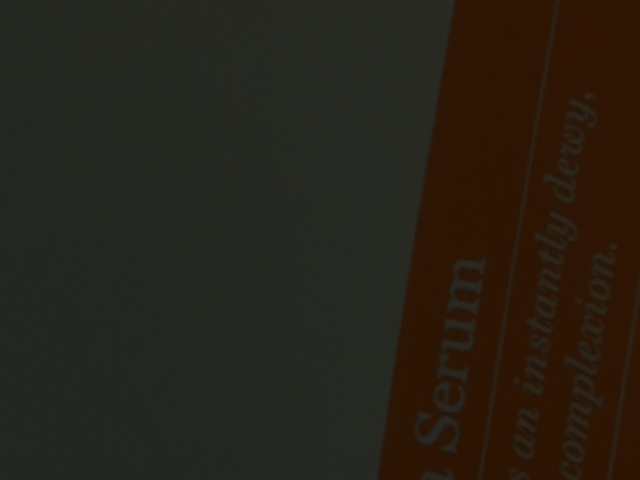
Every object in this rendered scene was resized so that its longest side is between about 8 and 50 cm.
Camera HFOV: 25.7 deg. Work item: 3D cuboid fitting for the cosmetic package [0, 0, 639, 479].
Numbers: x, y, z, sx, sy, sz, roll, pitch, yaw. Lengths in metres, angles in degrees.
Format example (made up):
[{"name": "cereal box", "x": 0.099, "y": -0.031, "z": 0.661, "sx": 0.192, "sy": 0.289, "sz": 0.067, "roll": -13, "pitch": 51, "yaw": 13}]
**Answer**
[{"name": "cosmetic package", "x": 0.000, "y": 0.000, "z": 0.467, "sx": 0.161, "sy": 0.453, "sz": 0.230, "roll": 8, "pitch": 91, "yaw": -55}]
